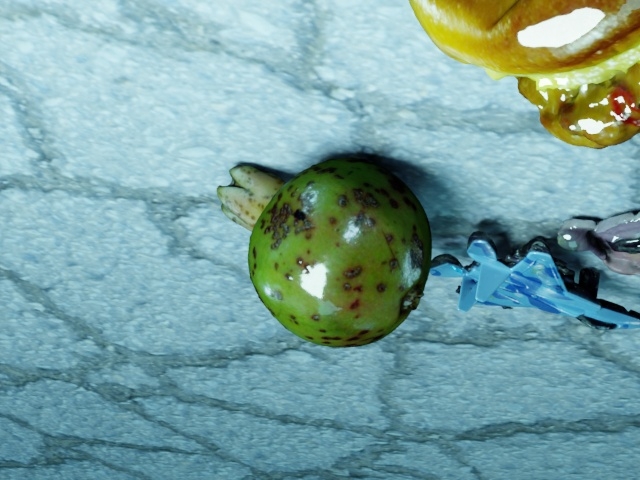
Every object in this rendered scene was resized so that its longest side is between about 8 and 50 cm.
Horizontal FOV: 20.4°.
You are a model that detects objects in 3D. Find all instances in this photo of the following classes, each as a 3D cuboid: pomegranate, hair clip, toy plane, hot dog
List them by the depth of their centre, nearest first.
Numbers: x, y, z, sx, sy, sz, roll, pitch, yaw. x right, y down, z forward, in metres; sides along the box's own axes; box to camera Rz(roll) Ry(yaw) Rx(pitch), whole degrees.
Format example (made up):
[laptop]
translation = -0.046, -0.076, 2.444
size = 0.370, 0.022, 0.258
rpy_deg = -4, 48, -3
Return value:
[hot dog]
translation = 0.229, -0.198, 1.099
size = 0.185, 0.223, 0.405
rpy_deg = 24, 136, -30
[pomegranate]
translation = 0.000, 0.000, 1.767
size = 0.248, 0.202, 0.202
rpy_deg = 29, 165, 25
[hair clip]
translation = 0.357, 0.006, 1.823
size = 0.187, 0.056, 0.146
rpy_deg = 0, 157, 37
[toy plane]
translation = 0.248, 0.050, 1.913
size = 0.246, 0.078, 0.169
rpy_deg = 10, 157, -22
